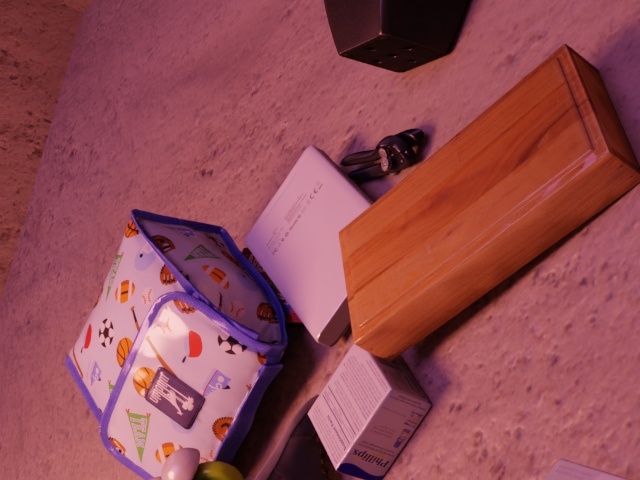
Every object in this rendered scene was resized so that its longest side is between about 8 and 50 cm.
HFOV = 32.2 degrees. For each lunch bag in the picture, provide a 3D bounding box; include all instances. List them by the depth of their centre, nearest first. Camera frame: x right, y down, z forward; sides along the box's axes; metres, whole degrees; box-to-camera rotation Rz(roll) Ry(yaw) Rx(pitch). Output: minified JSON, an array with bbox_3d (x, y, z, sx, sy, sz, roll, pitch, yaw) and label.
[{"bbox_3d":[-0.225,0.185,1.793,0.385,0.239,0.328,48,118,43],"label":"lunch bag"}]

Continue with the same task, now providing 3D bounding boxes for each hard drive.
[{"bbox_3d":[0.000,0.000,1.716,0.203,0.040,0.307,-55,37,11],"label":"hard drive"}]

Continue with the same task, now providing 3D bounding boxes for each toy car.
[{"bbox_3d":[-0.181,0.405,1.624,0.182,0.159,0.136,-49,19,28],"label":"toy car"}]

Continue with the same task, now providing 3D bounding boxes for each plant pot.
[{"bbox_3d":[0.115,-0.364,1.714,0.188,0.187,0.167,-10,72,57],"label":"plant pot"}]

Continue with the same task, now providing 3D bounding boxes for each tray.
[{"bbox_3d":[0.192,-0.041,1.391,0.411,0.076,0.203,-39,38,29],"label":"tray"}]

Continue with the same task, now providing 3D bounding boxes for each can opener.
[{"bbox_3d":[0.090,-0.122,1.703,0.186,0.073,0.059,-21,90,57],"label":"can opener"}]

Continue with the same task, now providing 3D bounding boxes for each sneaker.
[{"bbox_3d":[-0.010,0.318,1.520,0.222,0.118,0.083,-55,-14,-40],"label":"sneaker"}]

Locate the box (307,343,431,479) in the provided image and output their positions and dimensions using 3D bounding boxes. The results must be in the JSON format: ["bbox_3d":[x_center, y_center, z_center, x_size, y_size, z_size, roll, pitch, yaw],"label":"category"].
[{"bbox_3d":[0.062,0.223,1.456,0.137,0.072,0.126,-57,30,15],"label":"box"}]

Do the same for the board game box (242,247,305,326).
[{"bbox_3d":[-0.074,0.074,1.851,0.281,0.027,0.145,-8,61,58],"label":"board game box"}]

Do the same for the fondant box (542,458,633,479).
[{"bbox_3d":[0.211,0.358,0.939,0.330,0.096,0.238,-47,23,-19],"label":"fondant box"}]
